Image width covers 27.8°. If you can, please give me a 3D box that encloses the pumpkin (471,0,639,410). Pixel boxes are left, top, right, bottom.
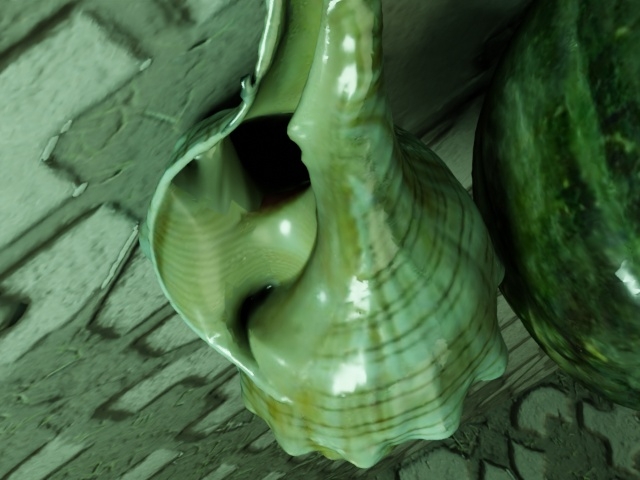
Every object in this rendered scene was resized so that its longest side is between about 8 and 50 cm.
[{"bbox_3d":[0.309,-0.068,0.792,0.454,0.344,0.454,-11,165,-3],"label":"pumpkin"}]

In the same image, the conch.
[{"bbox_3d":[0.000,-0.006,0.703,0.203,0.169,0.386,-7,122,2],"label":"conch"}]
